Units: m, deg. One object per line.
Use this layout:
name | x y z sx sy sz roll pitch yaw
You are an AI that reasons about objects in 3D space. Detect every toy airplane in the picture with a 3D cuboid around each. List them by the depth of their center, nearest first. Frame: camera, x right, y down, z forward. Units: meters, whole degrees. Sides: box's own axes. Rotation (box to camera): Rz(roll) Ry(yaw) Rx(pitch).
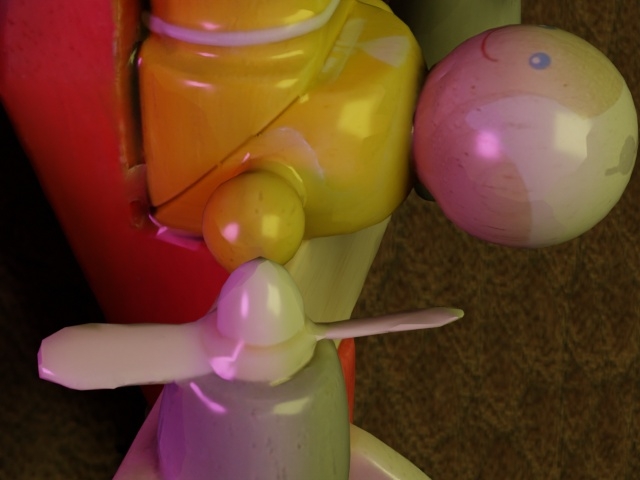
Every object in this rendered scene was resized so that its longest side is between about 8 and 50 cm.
toy airplane | 0.000 0.000 0.747 0.384 0.272 0.386 31 52 -61
